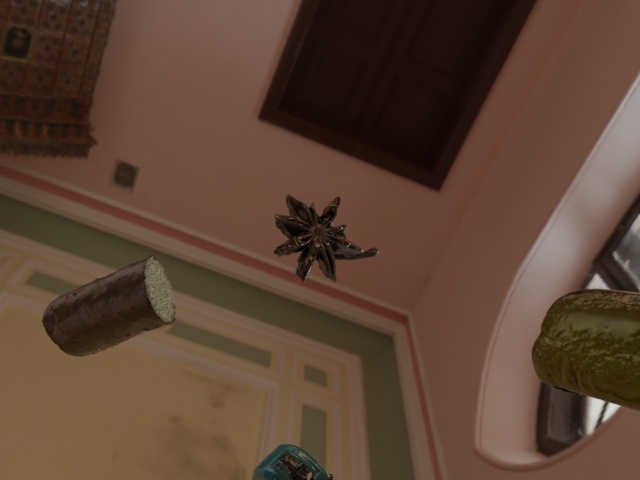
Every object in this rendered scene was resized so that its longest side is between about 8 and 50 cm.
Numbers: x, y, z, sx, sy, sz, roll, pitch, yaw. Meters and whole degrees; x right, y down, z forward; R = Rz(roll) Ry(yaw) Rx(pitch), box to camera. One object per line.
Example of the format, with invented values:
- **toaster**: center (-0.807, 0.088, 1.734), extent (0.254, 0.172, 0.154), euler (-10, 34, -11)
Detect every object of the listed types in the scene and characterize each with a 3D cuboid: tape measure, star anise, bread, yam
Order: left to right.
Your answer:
- **yam**: center (-0.387, 0.130, 1.179), extent (0.128, 0.238, 0.129), euler (62, -164, -18)
- **tape measure**: center (-0.027, 0.329, 0.825), extent (0.125, 0.146, 0.081), euler (48, -124, 7)
- **star anise**: center (0.000, 0.001, 1.345), extent (0.231, 0.089, 0.209), euler (40, -115, -7)
- **bread**: center (0.424, 0.133, 0.760), extent (0.166, 0.112, 0.383), euler (-38, -160, -22)
